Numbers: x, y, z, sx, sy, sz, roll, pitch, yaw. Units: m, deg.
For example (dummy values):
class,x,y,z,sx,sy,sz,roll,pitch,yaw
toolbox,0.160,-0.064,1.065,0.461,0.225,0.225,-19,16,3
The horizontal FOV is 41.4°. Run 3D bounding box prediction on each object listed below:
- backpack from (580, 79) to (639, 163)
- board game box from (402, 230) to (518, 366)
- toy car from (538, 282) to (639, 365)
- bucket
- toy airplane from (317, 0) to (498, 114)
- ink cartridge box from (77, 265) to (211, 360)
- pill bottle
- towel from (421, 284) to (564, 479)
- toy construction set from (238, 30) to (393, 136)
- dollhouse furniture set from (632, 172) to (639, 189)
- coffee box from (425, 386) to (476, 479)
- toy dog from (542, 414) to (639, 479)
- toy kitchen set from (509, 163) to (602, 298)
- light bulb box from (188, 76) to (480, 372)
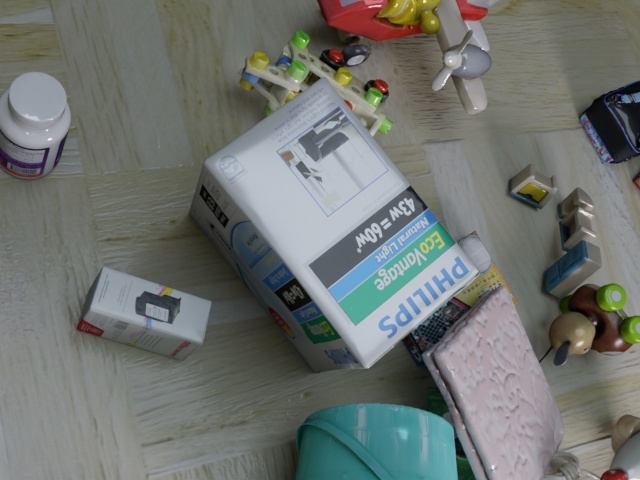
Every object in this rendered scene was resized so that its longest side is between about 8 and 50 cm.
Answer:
class,x,y,z,sx,sy,sz,roll,pitch,yaw
backpack,0.686,-0.266,1.864,0.173,0.117,0.158,-27,84,-28
board game box,0.237,0.106,1.579,0.243,0.042,0.165,-27,84,-29
toy car,0.495,0.187,1.610,0.188,0.155,0.149,-36,89,-20
bucket,0.083,0.374,1.292,0.281,0.281,0.183,15,57,-18
toy airplane,0.223,-0.479,1.646,0.386,0.272,0.384,33,62,-10
ink cartridge box,-0.271,0.116,1.303,0.175,0.127,0.072,20,63,-18
pill bottle,-0.440,-0.176,1.291,0.108,0.193,0.108,8,69,-22
towel,0.307,0.271,1.447,0.332,0.053,0.317,-29,96,-56
toy construction set,0.013,-0.245,1.541,0.328,0.151,0.215,46,36,-12
dollhouse furniture set,0.887,-0.189,1.934,0.374,0.152,0.201,-44,93,-12
coffee box,0.234,0.351,1.469,0.113,0.040,0.184,2,68,7
toy dog,0.559,0.448,1.517,0.333,0.220,0.161,-20,107,-17
toy kitchen set,0.450,-0.021,1.697,0.166,0.122,0.207,25,44,-14
light bulb box,0.000,0.000,1.317,0.225,0.358,0.361,-38,89,-15
